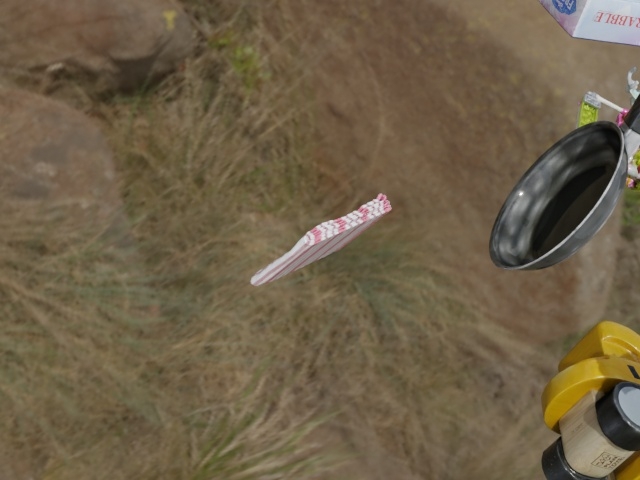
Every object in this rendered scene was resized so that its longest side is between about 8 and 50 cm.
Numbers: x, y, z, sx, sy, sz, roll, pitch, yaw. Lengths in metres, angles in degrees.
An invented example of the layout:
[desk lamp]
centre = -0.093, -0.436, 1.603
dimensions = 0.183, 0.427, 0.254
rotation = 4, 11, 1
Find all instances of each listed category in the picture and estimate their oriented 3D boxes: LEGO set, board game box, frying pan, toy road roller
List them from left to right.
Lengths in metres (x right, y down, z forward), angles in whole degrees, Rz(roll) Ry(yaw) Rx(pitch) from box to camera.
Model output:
[frying pan]
centre = 0.297, -0.096, 1.192
dimensions = 0.053, 0.197, 0.326
rotation = 37, 87, -16
[board game box]
centre = 0.427, -0.375, 1.564
dimensions = 0.318, 0.066, 0.318
rotation = 3, 38, -23
[LEGO set]
centre = 0.371, -0.115, 1.285
dimensions = 0.107, 0.132, 0.287
rotation = 25, 35, -14
[toy road roller]
centre = 0.502, 0.268, 1.713
dimensions = 0.329, 0.202, 0.240
rotation = 17, 44, -18

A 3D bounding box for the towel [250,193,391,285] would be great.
[towel]
centre = 0.000, 0.000, 1.564
dimensions = 0.197, 0.144, 0.029
rotation = -24, 79, -45
